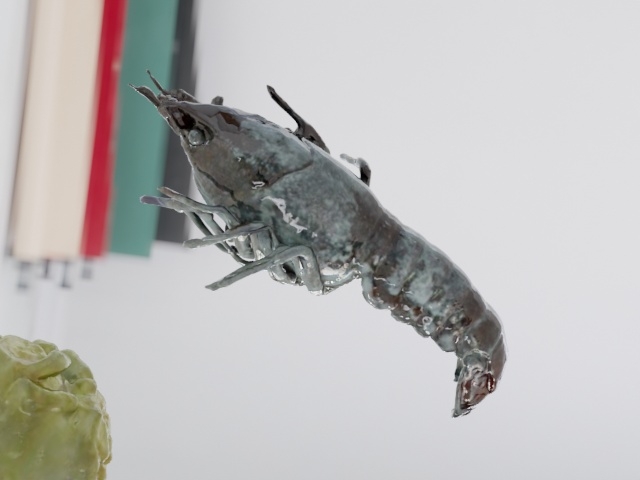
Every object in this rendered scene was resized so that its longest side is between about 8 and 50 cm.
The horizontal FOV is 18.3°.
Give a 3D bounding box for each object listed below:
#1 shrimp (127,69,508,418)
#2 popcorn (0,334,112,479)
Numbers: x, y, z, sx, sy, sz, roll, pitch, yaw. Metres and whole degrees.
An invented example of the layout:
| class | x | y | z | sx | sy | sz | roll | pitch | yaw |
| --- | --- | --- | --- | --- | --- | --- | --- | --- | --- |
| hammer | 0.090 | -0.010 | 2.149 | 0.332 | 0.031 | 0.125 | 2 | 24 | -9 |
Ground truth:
| class | x | y | z | sx | sy | sz | roll | pitch | yaw |
| --- | --- | --- | --- | --- | --- | --- | --- | --- | --- |
| shrimp | -0.001 | -0.004 | 1.749 | 0.166 | 0.410 | 0.221 | -61 | 0 | 43 |
| popcorn | -0.184 | 0.118 | 1.136 | 0.135 | 0.141 | 0.162 | -72 | -29 | -44 |
